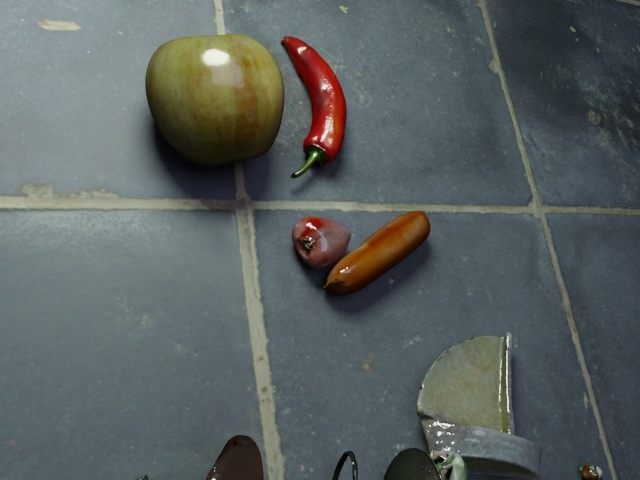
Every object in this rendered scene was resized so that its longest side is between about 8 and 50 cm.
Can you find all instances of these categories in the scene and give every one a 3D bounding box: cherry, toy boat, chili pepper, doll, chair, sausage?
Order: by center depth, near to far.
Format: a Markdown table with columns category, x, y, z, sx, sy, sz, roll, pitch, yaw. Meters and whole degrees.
| category | x | y | z | sx | sy | sz | roll | pitch | yaw |
| --- | --- | --- | --- | --- | --- | --- | --- | --- | --- |
| chair | -0.024 | 0.424 | 0.915 | 0.401 | 0.226 | 0.226 | 13 | 66 | -21 |
| cherry | -0.001 | 0.006 | 1.168 | 0.126 | 0.087 | 0.106 | 13 | 57 | -40 |
| toy boat | 0.306 | 0.341 | 1.185 | 0.276 | 0.111 | 0.293 | 2 | 57 | -24 |
| sausage | 0.125 | 0.026 | 1.218 | 0.300 | 0.089 | 0.083 | -35 | 94 | -31 |
| doll | 0.596 | 0.531 | 1.275 | 0.058 | 0.040 | 0.085 | 21 | 62 | -28 |
| chili pepper | -0.011 | -0.292 | 1.290 | 0.137 | 0.092 | 0.368 | -3 | 64 | -6 |

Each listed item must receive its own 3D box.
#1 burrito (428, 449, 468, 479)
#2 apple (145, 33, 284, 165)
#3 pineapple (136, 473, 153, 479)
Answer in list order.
| category | x | y | z | sx | sy | sz | roll | pitch | yaw |
| --- | --- | --- | --- | --- | --- | --- | --- | --- | --- |
| burrito | 0.209 | 0.494 | 0.927 | 0.066 | 0.096 | 0.309 | 11 | 62 | -17 |
| apple | -0.193 | -0.264 | 1.100 | 0.257 | 0.257 | 0.234 | -18 | 112 | -29 |
| pineapple | -0.247 | 0.414 | 0.920 | 0.124 | 0.058 | 0.058 | 44 | 59 | 4 |
